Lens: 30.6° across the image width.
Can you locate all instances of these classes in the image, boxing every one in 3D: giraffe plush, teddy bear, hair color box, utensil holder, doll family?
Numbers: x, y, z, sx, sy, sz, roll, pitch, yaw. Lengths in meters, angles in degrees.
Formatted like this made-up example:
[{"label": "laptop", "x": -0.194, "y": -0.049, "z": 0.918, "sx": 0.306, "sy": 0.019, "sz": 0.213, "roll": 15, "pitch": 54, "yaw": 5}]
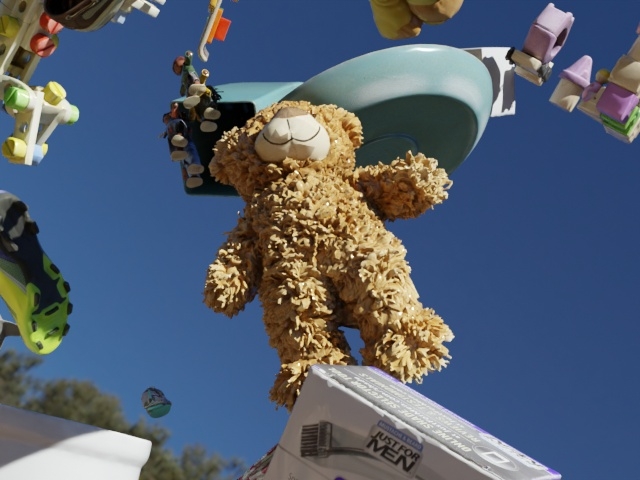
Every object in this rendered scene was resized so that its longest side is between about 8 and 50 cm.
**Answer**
[{"label": "giraffe plush", "x": 0.131, "y": -0.350, "z": 1.522, "sx": 0.210, "sy": 0.181, "sz": 0.170, "roll": 30, "pitch": 7, "yaw": -31}, {"label": "teddy bear", "x": 0.000, "y": 0.000, "z": 1.089, "sx": 0.245, "sy": 0.338, "sz": 0.113, "roll": -9, "pitch": -26, "yaw": 20}, {"label": "hair color box", "x": 0.022, "y": 0.285, "z": 0.889, "sx": 0.185, "sy": 0.339, "sz": 0.110, "roll": 28, "pitch": 10, "yaw": 32}, {"label": "utensil holder", "x": -0.433, "y": 0.425, "z": 1.597, "sx": 0.327, "sy": 0.385, "sz": 0.327, "roll": 12, "pitch": -12, "yaw": 3}, {"label": "doll family", "x": -0.181, "y": -0.165, "z": 1.603, "sx": 0.193, "sy": 0.076, "sz": 0.111, "roll": -67, "pitch": -148, "yaw": 27}]

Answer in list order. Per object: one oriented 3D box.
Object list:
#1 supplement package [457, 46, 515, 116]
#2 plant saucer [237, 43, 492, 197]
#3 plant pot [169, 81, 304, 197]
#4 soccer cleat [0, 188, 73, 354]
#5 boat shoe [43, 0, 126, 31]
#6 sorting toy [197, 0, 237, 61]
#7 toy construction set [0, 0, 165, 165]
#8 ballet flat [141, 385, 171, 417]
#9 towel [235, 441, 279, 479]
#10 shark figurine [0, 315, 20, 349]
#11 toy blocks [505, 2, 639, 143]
[{"label": "supplement package", "x": 0.195, "y": -0.240, "z": 1.796, "sx": 0.179, "sy": 0.105, "sz": 0.105, "roll": 3, "pitch": -81, "yaw": 36}, {"label": "plant saucer", "x": 0.057, "y": -0.102, "z": 1.338, "sx": 0.317, "sy": 0.317, "sz": 0.044, "roll": 103, "pitch": -31, "yaw": -59}, {"label": "plant pot", "x": -0.113, "y": -0.191, "z": 2.007, "sx": 0.166, "sy": 0.234, "sz": 0.165, "roll": 4, "pitch": -66, "yaw": 28}, {"label": "soccer cleat", "x": -0.458, "y": 0.044, "z": 1.756, "sx": 0.121, "sy": 0.093, "sz": 0.289, "roll": 14, "pitch": -49, "yaw": 35}, {"label": "boat shoe", "x": -0.249, "y": -0.360, "z": 1.432, "sx": 0.095, "sy": 0.095, "sz": 0.257, "roll": 44, "pitch": -69, "yaw": 16}, {"label": "sorting toy", "x": -0.170, "y": -0.412, "z": 2.060, "sx": 0.047, "sy": 0.196, "sz": 0.348, "roll": 16, "pitch": 11, "yaw": -7}, {"label": "toy construction set", "x": -0.377, "y": -0.276, "z": 1.634, "sx": 0.215, "sy": 0.328, "sz": 0.151, "roll": 38, "pitch": -1, "yaw": 33}, {"label": "ballet flat", "x": -0.247, "y": 0.239, "z": 1.756, "sx": 0.041, "sy": 0.041, "sz": 0.114, "roll": 40, "pitch": -13, "yaw": 9}, {"label": "towel", "x": 0.048, "y": 0.302, "z": 1.421, "sx": 0.237, "sy": 0.037, "sz": 0.329, "roll": 26, "pitch": -43, "yaw": -15}, {"label": "shark figurine", "x": -0.550, "y": 0.147, "z": 1.954, "sx": 0.116, "sy": 0.166, "sz": 0.278, "roll": 17, "pitch": -17, "yaw": 1}, {"label": "toy blocks", "x": 0.489, "y": -0.287, "z": 1.733, "sx": 0.309, "sy": 0.260, "sz": 0.288, "roll": 31, "pitch": 6, "yaw": 18}]
